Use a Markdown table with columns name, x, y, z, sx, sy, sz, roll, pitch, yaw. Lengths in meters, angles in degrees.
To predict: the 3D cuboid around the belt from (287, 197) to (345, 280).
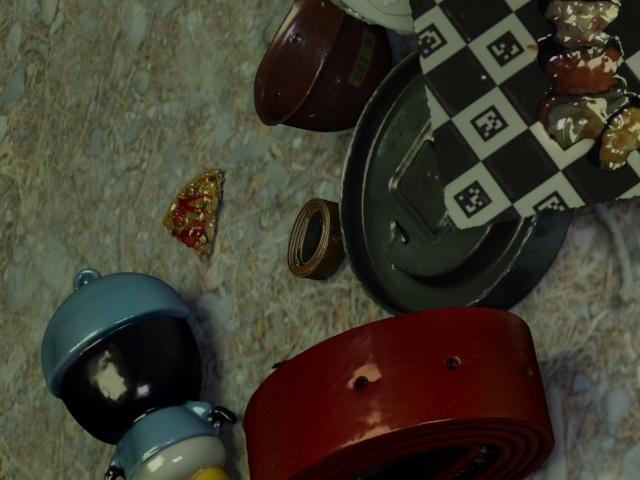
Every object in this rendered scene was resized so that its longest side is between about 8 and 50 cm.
| name | x | y | z | sx | sy | sz | roll | pitch | yaw |
| --- | --- | --- | --- | --- | --- | --- | --- | --- | --- |
| belt | 0.000 | 0.000 | 2.015 | 0.059 | 0.036 | 0.083 | 20 | 96 | 45 |

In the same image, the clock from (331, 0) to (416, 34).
| name | x | y | z | sx | sy | sz | roll | pitch | yaw |
| --- | --- | --- | --- | --- | --- | --- | --- | --- | --- |
| clock | 0.094 | -0.274 | 1.821 | 0.236 | 0.236 | 0.053 | -44 | 27 | 34 |

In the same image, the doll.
| name | x | y | z | sx | sy | sz | roll | pitch | yaw |
| --- | --- | --- | --- | --- | --- | --- | --- | --- | --- |
| doll | -0.198 | 0.156 | 2.131 | 0.177 | 0.141 | 0.314 | -30 | 63 | 4 |

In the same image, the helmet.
| name | x | y | z | sx | sy | sz | roll | pitch | yaw |
| --- | --- | --- | --- | --- | --- | --- | --- | --- | --- |
| helmet | 0.017 | -0.180 | 1.989 | 0.155 | 0.106 | 0.175 | -21 | 54 | 56 |

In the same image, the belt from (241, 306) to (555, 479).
| name | x | y | z | sx | sy | sz | roll | pitch | yaw |
| --- | --- | --- | --- | --- | --- | --- | --- | --- | --- |
| belt | 0.054 | 0.171 | 1.745 | 0.324 | 0.227 | 0.115 | -34 | 53 | 38 |

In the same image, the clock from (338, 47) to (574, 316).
| name | x | y | z | sx | sy | sz | roll | pitch | yaw |
| --- | --- | --- | --- | --- | --- | --- | --- | --- | --- |
| clock | 0.128 | -0.054 | 1.858 | 0.281 | 0.055 | 0.280 | -17 | 67 | 47 |

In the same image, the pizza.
| name | x | y | z | sx | sy | sz | roll | pitch | yaw |
| --- | --- | --- | --- | --- | --- | --- | --- | --- | --- |
| pizza | -0.139 | -0.040 | 2.200 | 0.100 | 0.029 | 0.099 | 40 | 109 | 48 |

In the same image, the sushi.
| name | x | y | z | sx | sy | sz | roll | pitch | yaw |
| --- | --- | --- | --- | --- | --- | --- | --- | --- | --- |
| sushi | 0.217 | -0.158 | 1.730 | 0.264 | 0.050 | 0.290 | -11 | 71 | 13 |
